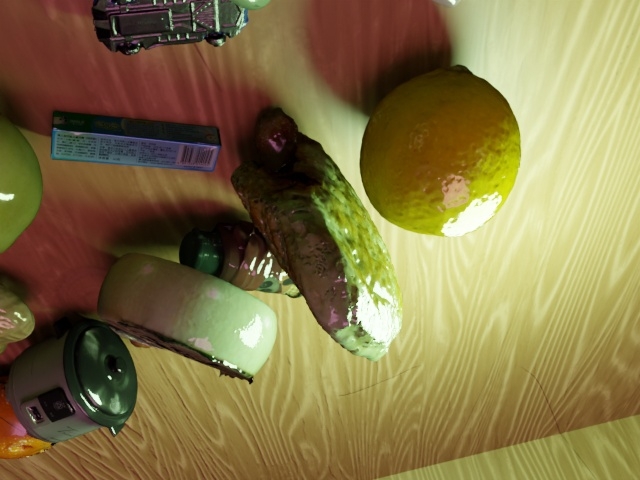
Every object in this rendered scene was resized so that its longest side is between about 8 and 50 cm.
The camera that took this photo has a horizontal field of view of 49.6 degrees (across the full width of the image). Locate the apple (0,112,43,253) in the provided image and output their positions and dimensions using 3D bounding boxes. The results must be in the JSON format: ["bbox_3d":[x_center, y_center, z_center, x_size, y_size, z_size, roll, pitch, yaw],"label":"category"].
[{"bbox_3d":[-0.541,-0.080,1.002,0.262,0.262,0.262,-10,142,-7],"label":"apple"}]

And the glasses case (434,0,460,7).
[{"bbox_3d":[0.180,-0.380,1.053,0.083,0.021,0.032,10,133,-30],"label":"glasses case"}]

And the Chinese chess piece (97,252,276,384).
[{"bbox_3d":[-0.258,0.153,1.345,0.349,0.146,0.349,20,163,6],"label":"Chinese chess piece"}]

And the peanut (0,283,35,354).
[{"bbox_3d":[-0.681,0.155,1.362,0.233,0.110,0.196,-35,127,25],"label":"peanut"}]

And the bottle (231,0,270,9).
[{"bbox_3d":[-0.010,-0.439,0.803,0.347,0.168,0.168,-37,138,19],"label":"bottle"}]

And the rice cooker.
[{"bbox_3d":[-0.523,0.305,1.502,0.227,0.241,0.281,-22,98,15],"label":"rice cooker"}]

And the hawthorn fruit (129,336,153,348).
[{"bbox_3d":[-0.386,0.198,1.563,0.066,0.067,0.103,26,115,-41],"label":"hawthorn fruit"}]

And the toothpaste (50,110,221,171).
[{"bbox_3d":[-0.300,-0.161,1.140,0.266,0.050,0.065,2,140,-22],"label":"toothpaste"}]

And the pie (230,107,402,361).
[{"bbox_3d":[0.012,0.023,1.183,0.180,0.418,0.395,-31,142,11],"label":"pie"}]

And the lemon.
[{"bbox_3d":[0.198,-0.141,1.160,0.293,0.293,0.293,-10,142,-7],"label":"lemon"}]

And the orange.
[{"bbox_3d":[-0.703,0.407,1.622,0.234,0.182,0.234,-7,135,-7],"label":"orange"}]

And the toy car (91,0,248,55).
[{"bbox_3d":[-0.206,-0.321,0.962,0.216,0.063,0.103,-12,143,-14],"label":"toy car"}]

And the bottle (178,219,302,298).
[{"bbox_3d":[-0.149,0.039,1.376,0.271,0.143,0.156,9,111,-32],"label":"bottle"}]
